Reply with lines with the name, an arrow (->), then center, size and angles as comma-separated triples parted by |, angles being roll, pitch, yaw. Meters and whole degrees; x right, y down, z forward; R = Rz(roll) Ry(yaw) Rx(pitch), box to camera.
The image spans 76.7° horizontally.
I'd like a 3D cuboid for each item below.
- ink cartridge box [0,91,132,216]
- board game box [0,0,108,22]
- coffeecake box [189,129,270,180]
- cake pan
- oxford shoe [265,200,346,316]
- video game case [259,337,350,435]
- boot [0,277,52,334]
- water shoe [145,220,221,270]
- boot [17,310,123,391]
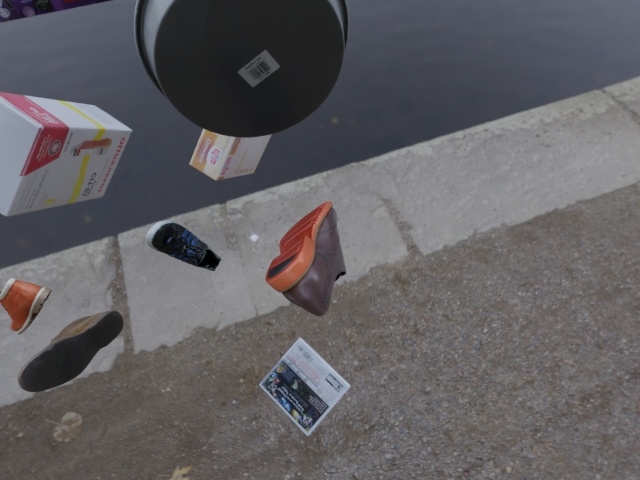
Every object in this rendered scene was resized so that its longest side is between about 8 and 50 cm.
ink cartridge box -> -0.773, -0.253, 1.186 | 0.160, 0.384, 0.279 | 33, 106, -1
board game box -> -0.554, -0.472, 0.777 | 0.347, 0.056, 0.208 | -23, 48, -16
coffeecake box -> -0.174, -0.210, 0.845 | 0.068, 0.185, 0.142 | 31, 109, 5
cake pan -> -0.094, -0.253, 0.555 | 0.293, 0.293, 0.054 | -14, 60, -7
oxford shoe -> -0.008, 0.021, 0.660 | 0.098, 0.097, 0.271 | 47, 29, -14
video game case -> -0.044, 0.394, 1.101 | 0.190, 0.022, 0.173 | 41, 88, 17
boot -> -0.641, 0.138, 0.859 | 0.085, 0.158, 0.059 | 30, 31, -25
water shoe -> -0.293, 0.014, 0.899 | 0.080, 0.203, 0.072 | 25, 84, 25
boot -> -0.688, 0.295, 1.098 | 0.115, 0.112, 0.305 | -3, 20, 18
